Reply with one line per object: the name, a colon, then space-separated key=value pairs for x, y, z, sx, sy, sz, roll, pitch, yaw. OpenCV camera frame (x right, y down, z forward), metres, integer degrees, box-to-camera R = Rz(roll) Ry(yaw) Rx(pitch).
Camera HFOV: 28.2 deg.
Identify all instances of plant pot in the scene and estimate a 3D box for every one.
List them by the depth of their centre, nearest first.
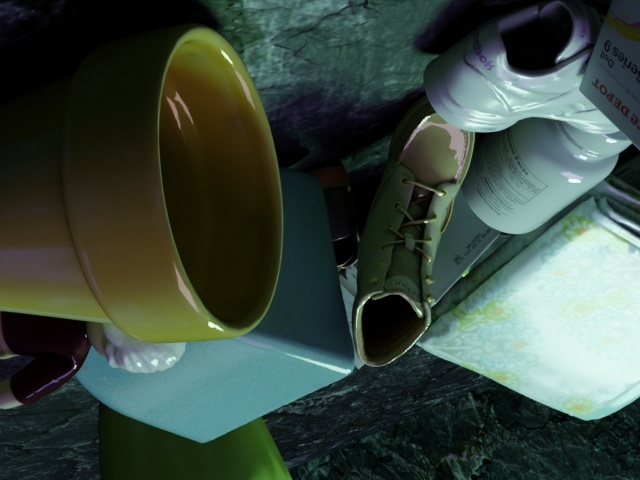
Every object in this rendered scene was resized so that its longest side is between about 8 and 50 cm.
plant pot: x=-0.185 y=-0.035 z=1.057 sx=0.239 sy=0.254 sz=0.254 roll=-8 pitch=168 yaw=20
plant pot: x=-0.151 y=0.050 z=1.364 sx=0.247 sy=0.247 sz=0.252 roll=-29 pitch=149 yaw=32
plant pot: x=-0.215 y=0.259 z=1.856 sx=0.275 sy=0.293 sz=0.275 roll=-18 pitch=164 yaw=-5

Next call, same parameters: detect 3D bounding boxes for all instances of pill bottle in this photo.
pill bottle: x=0.271 y=-0.109 z=1.479 sx=0.131 sy=0.131 sz=0.229 roll=-9 pitch=161 yaw=-29

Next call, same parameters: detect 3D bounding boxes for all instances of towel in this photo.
towel: x=0.359 y=0.088 z=1.696 sx=0.321 sy=0.090 sz=0.374 roll=27 pitch=131 yaw=-22

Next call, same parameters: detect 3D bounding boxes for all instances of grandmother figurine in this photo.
grandmother figurine: x=-0.281 y=0.063 z=1.218 sx=0.342 sy=0.207 sz=0.104 roll=7 pitch=-172 yaw=23

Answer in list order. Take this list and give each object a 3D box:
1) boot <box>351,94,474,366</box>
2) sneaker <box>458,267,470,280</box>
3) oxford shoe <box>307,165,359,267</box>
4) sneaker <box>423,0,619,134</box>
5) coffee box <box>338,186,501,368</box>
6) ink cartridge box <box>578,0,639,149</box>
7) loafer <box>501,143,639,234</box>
boot: x=0.098 y=-0.011 z=1.381 sx=0.095 sy=0.203 sz=0.262 roll=20 pitch=124 yaw=-7
sneaker: x=0.137 y=0.094 z=2.011 sx=0.109 sy=0.123 sz=0.295 roll=-9 pitch=162 yaw=-32
oxford shoe: x=0.000 y=0.000 z=1.592 sx=0.097 sy=0.098 sz=0.271 roll=-17 pitch=164 yaw=-5
sneaker: x=0.261 y=-0.177 z=1.272 sx=0.305 sy=0.114 sz=0.152 roll=-10 pitch=163 yaw=-26
coffee box: x=0.107 y=0.041 z=1.706 sx=0.168 sy=0.119 sz=0.297 roll=-44 pitch=177 yaw=-28
ink cartridge box: x=0.337 y=-0.182 z=1.137 sx=0.093 sy=0.154 sz=0.212 roll=-12 pitch=136 yaw=-25
loafer: x=0.340 y=-0.094 z=1.691 sx=0.320 sy=0.112 sz=0.111 roll=-18 pitch=128 yaw=0
